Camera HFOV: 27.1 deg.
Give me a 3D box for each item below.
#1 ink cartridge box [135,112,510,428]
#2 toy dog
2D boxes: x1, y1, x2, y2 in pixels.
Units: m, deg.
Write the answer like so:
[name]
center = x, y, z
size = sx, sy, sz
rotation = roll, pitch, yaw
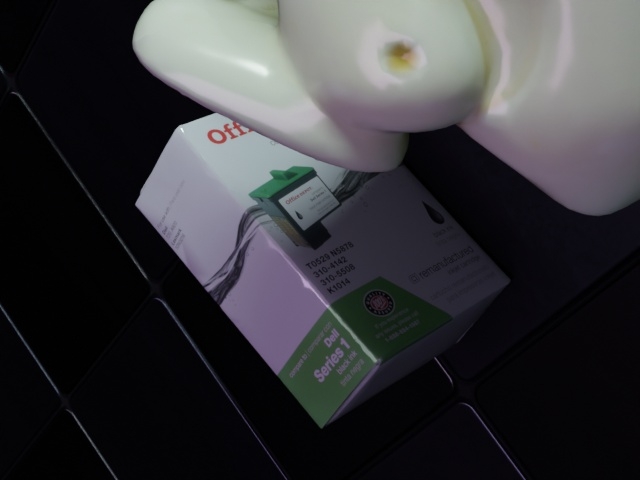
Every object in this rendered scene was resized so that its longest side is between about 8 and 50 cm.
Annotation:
[ink cartridge box]
center = 0.000, 0.000, 0.951
size = 0.219, 0.160, 0.092
rotation = 49, 134, 15
[toy dog]
center = 0.123, -0.228, 0.636
size = 0.395, 0.285, 0.408
rotation = 37, 130, 25
